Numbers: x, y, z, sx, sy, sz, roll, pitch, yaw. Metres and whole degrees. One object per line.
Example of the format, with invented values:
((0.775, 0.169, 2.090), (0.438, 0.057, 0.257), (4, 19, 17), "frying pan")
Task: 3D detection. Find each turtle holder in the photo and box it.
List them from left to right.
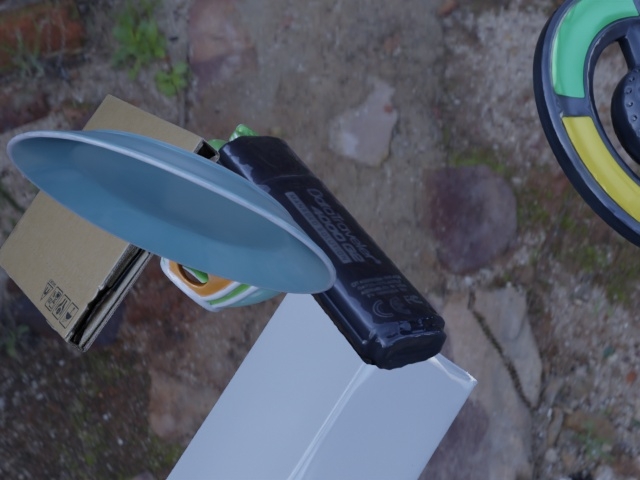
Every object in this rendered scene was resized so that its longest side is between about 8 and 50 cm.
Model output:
((-0.121, -0.028, 1.694), (0.243, 0.320, 0.227), (38, 98, -21), "turtle holder")

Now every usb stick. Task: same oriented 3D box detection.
((0.000, 0.000, 0.901), (0.077, 0.045, 0.278), (-6, 37, -32), "usb stick")

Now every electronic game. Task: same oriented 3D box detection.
((0.252, -0.087, 0.822), (0.229, 0.048, 0.229), (11, 63, -21), "electronic game")

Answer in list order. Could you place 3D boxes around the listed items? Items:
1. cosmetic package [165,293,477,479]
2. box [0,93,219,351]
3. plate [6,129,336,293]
((-0.028, 0.251, 1.262), (0.385, 0.156, 0.217), (-55, 31, -6), "cosmetic package")
((-0.163, -0.023, 0.838), (0.164, 0.021, 0.201), (-56, 32, -3), "box")
((-0.076, -0.019, 0.615), (0.188, 0.188, 0.024), (18, 74, 12), "plate")
